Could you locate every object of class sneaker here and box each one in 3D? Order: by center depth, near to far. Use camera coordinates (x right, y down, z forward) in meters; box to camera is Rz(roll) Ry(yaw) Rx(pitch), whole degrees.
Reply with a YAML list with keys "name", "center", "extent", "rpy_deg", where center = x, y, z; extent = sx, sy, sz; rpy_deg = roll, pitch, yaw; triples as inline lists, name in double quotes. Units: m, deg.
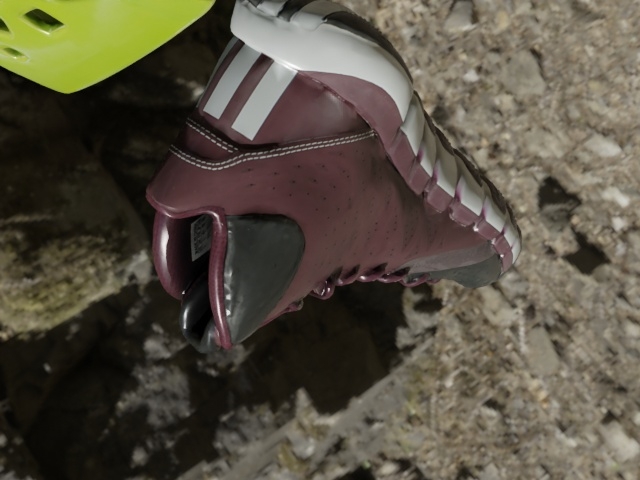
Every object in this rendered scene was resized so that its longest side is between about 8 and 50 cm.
- name: "sneaker"
  center: [0.000, 0.000, 0.522]
  extent: [0.106, 0.162, 0.281]
  rpy_deg: [33, 175, 38]

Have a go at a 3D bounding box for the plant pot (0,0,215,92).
- name: "plant pot"
  center: [-0.178, -0.241, 0.572]
  extent: [0.227, 0.207, 0.228]
  rpy_deg: [-11, 66, 56]
